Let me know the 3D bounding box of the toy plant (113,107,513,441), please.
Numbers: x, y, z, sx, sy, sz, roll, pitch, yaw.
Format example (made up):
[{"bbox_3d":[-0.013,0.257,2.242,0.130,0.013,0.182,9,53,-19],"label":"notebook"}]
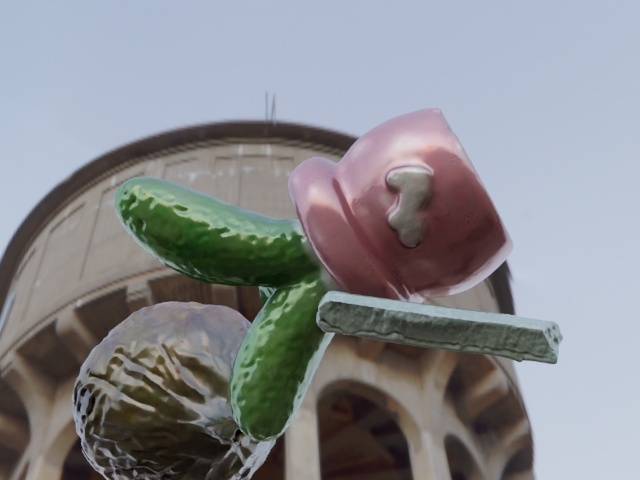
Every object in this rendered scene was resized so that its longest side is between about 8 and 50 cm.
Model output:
[{"bbox_3d":[0.004,-0.003,1.071,0.356,0.210,0.317,-30,-93,15],"label":"toy plant"}]

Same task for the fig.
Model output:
[{"bbox_3d":[-0.166,0.221,1.290,0.286,0.369,0.286,0,-90,-16],"label":"fig"}]

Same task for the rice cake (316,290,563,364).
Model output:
[{"bbox_3d":[0.082,0.060,0.703,0.171,0.033,0.029,8,-78,7],"label":"rice cake"}]
